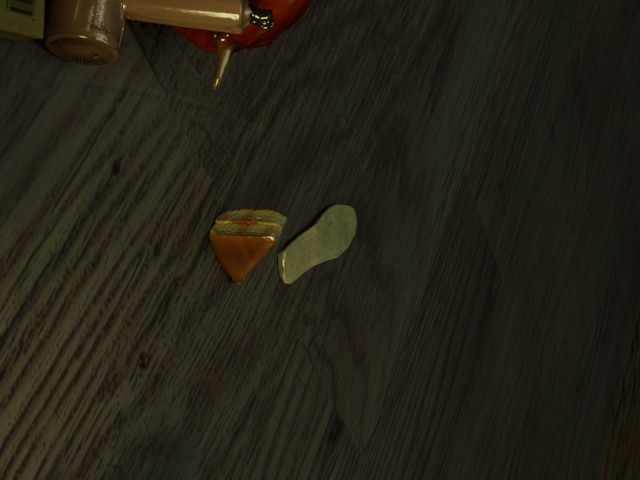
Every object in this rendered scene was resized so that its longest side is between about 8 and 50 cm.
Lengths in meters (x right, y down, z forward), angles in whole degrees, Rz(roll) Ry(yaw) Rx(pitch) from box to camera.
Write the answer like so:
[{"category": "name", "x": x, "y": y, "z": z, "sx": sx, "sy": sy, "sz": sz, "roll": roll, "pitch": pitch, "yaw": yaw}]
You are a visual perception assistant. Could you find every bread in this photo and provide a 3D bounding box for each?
[{"category": "bread", "x": -0.080, "y": -0.002, "z": 1.282, "sx": 0.043, "sy": 0.062, "sz": 0.109, "roll": -62, "pitch": -175, "yaw": -37}]

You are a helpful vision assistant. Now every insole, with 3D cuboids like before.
[{"category": "insole", "x": 0.000, "y": 0.000, "z": 1.479, "sx": 0.192, "sy": 0.010, "sz": 0.063, "roll": -37, "pitch": 124, "yaw": -57}]

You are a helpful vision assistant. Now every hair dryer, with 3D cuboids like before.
[{"category": "hair dryer", "x": -0.125, "y": -0.196, "z": 1.040, "sx": 0.064, "sy": 0.182, "sz": 0.117, "roll": 83, "pitch": 16, "yaw": -74}]

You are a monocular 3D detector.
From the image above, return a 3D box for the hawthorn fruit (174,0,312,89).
[{"category": "hawthorn fruit", "x": -0.072, "y": -0.258, "z": 1.125, "sx": 0.189, "sy": 0.190, "sz": 0.251, "roll": 14, "pitch": 74, "yaw": -62}]

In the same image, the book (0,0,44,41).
[{"category": "book", "x": -0.276, "y": -0.235, "z": 0.904, "sx": 0.231, "sy": 0.026, "sz": 0.161, "roll": 4, "pitch": 88, "yaw": -63}]
